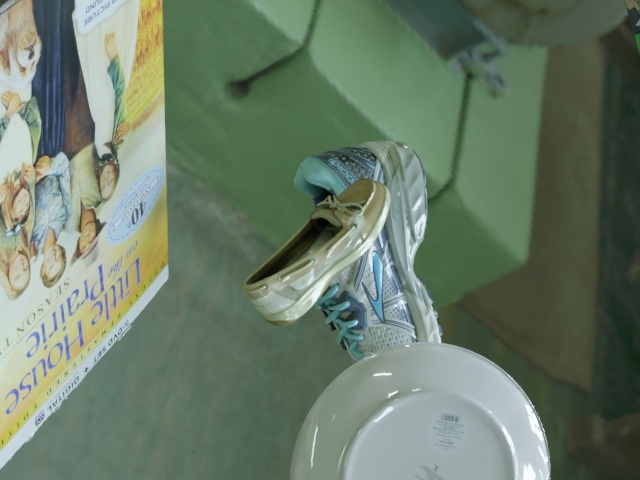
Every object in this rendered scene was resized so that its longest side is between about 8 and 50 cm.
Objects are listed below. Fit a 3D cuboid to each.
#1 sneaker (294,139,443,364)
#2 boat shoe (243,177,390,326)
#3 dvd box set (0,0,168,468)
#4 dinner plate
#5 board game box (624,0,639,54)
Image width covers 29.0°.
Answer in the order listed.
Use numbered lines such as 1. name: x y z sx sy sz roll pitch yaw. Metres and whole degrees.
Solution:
1. sneaker: 0.031 0.050 1.147 0.122 0.110 0.283 -3 83 -26
2. boat shoe: -0.002 0.000 1.003 0.153 0.056 0.048 -47 125 -16
3. dvd box set: -0.227 -0.037 0.997 0.307 0.062 0.420 -52 156 -43
4. dinner plate: 0.055 0.123 0.636 0.141 0.017 0.141 0 88 -14
5. board game box: 0.425 -0.204 1.145 0.317 0.046 0.213 -34 118 -22
